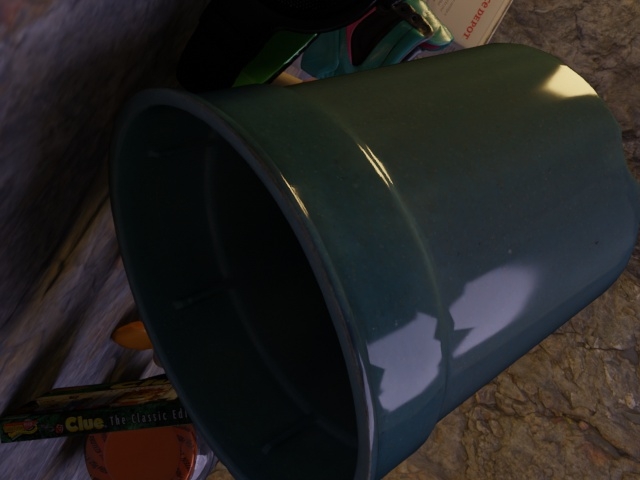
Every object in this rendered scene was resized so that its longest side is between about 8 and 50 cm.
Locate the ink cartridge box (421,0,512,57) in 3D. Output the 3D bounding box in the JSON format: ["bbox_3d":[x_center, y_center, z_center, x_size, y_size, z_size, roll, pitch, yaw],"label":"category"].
[{"bbox_3d":[0.177,-0.380,1.338,0.158,0.218,0.092,-58,178,-16],"label":"ink cartridge box"}]

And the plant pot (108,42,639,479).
[{"bbox_3d":[0.057,-0.001,0.702,0.334,0.341,0.341,-24,158,-29],"label":"plant pot"}]

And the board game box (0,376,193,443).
[{"bbox_3d":[-0.172,0.164,0.871,0.136,0.259,0.030,-3,86,-85],"label":"board game box"}]

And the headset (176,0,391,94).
[{"bbox_3d":[0.003,-0.270,0.693,0.394,0.185,0.243,-42,-176,35],"label":"headset"}]

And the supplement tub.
[{"bbox_3d":[-0.250,0.307,1.332,0.193,0.193,0.316,-59,177,-6],"label":"supplement tub"}]

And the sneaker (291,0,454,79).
[{"bbox_3d":[0.098,-0.310,1.058,0.295,0.178,0.124,-60,177,14],"label":"sneaker"}]

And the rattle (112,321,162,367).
[{"bbox_3d":[-0.211,0.067,1.177,0.130,0.143,0.200,-26,-130,55],"label":"rattle"}]

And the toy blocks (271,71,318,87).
[{"bbox_3d":[0.000,0.000,0.982,0.288,0.260,0.309,-59,158,-8],"label":"toy blocks"}]
